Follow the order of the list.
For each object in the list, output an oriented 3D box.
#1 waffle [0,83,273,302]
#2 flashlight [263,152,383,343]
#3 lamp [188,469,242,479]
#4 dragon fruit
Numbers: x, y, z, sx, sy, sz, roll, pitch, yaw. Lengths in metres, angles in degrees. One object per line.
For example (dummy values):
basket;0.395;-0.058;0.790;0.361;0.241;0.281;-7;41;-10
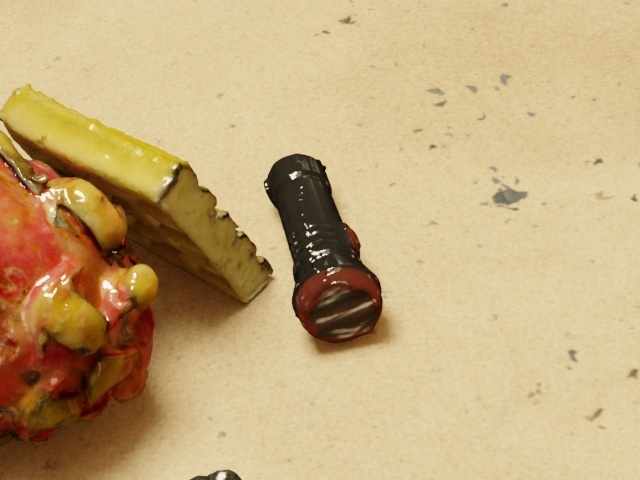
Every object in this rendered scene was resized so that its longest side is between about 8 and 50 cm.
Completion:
waffle;-0.180;-0.044;1.588;0.221;0.248;0.055;26;76;30
flashlight;0.000;0.000;1.624;0.093;0.093;0.232;-11;41;-4
lamp;-0.080;0.308;1.300;0.118;0.118;0.253;-8;43;-1
dragon fruit;-0.273;0.043;1.473;0.262;0.296;0.314;13;56;15
